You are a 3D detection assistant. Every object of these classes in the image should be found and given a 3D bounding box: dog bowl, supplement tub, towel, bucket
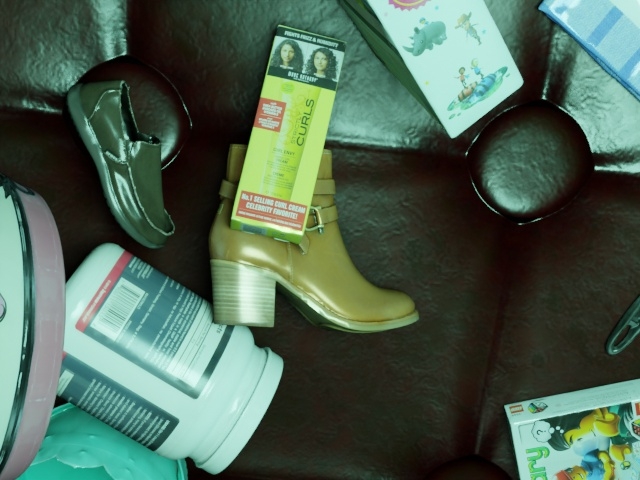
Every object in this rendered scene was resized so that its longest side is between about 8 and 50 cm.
[{"bbox_3d":[-0.413,0.101,0.946,0.150,0.408,0.408,6,114,-37],"label":"dog bowl"},{"bbox_3d":[-0.203,0.146,1.044,0.272,0.191,0.191,33,107,-9],"label":"supplement tub"},{"bbox_3d":[0.416,-0.307,0.952,0.209,0.034,0.285,39,106,-10],"label":"towel"},{"bbox_3d":[-0.308,0.356,1.126,0.281,0.183,0.281,0,110,1],"label":"bucket"}]

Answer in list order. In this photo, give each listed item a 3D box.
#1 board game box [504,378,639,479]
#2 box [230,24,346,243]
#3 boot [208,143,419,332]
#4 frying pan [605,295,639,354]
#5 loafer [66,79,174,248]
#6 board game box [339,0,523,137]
[{"bbox_3d":[0.376,0.350,1.173,0.192,0.053,0.306,-13,109,6],"label":"board game box"},{"bbox_3d":[-0.037,-0.119,0.960,0.087,0.058,0.233,14,79,-4],"label":"box"},{"bbox_3d":[0.000,0.000,1.045,0.283,0.109,0.220,5,84,-19],"label":"boot"},{"bbox_3d":[0.453,-0.009,1.051,0.326,0.053,0.197,-36,104,10],"label":"frying pan"},{"bbox_3d":[-0.225,-0.093,1.019,0.078,0.080,0.220,-21,107,9],"label":"loafer"},{"bbox_3d":[0.054,-0.274,0.814,0.097,0.224,0.303,-38,129,6],"label":"board game box"}]
